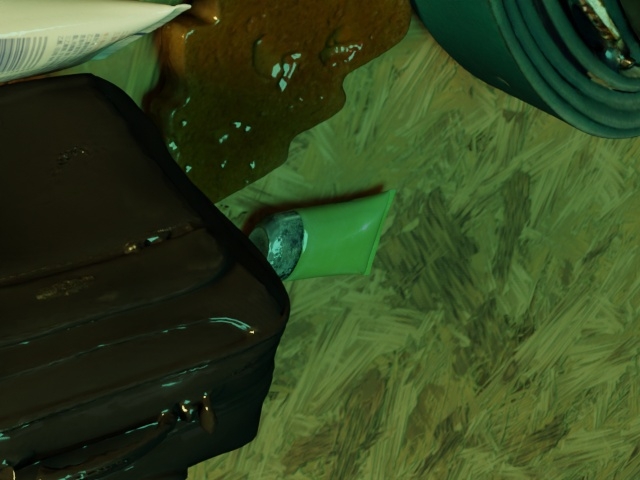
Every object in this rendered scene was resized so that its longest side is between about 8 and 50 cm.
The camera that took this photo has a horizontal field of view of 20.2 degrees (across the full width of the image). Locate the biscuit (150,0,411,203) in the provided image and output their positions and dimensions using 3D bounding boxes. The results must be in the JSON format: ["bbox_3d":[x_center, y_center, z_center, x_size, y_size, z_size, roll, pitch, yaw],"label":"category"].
[{"bbox_3d":[-0.055,-0.158,1.530,0.278,0.043,0.301,26,99,-52],"label":"biscuit"}]

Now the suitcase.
[{"bbox_3d":[-0.225,0.051,1.264,0.345,0.339,0.188,-16,141,-36],"label":"suitcase"}]

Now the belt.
[{"bbox_3d":[0.227,-0.286,1.620,0.300,0.173,0.436,-49,140,-9],"label":"belt"}]

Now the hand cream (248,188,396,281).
[{"bbox_3d":[0.000,0.000,1.698,0.175,0.046,0.095,-10,123,-48],"label":"hand cream"}]

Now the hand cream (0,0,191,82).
[{"bbox_3d":[-0.227,-0.151,1.319,0.247,0.133,0.083,-7,84,-41],"label":"hand cream"}]
